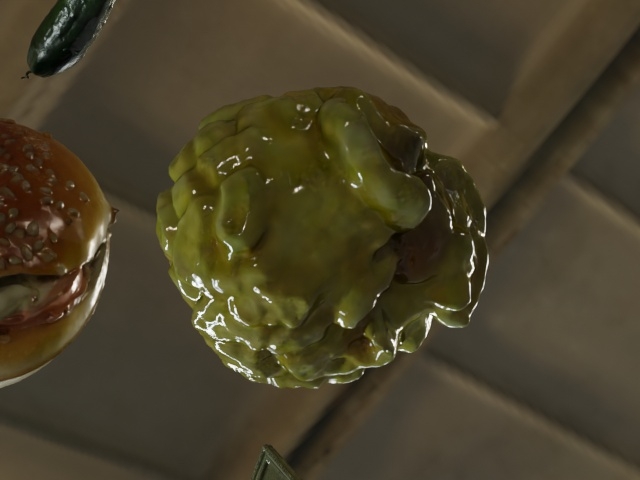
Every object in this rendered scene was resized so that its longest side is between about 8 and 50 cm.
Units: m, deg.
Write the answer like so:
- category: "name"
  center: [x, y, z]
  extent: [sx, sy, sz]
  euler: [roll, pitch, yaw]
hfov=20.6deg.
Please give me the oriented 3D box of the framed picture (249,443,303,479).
- category: "framed picture"
  center: [-0.018, 0.276, 1.277]
  extent: [0.010, 0.231, 0.173]
  euler: [12, -74, -33]

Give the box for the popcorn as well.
- category: "popcorn"
  center: [0.008, -0.006, 1.160]
  extent: [0.235, 0.181, 0.217]
  euler: [21, -46, -38]

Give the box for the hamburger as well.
- category: "hamburger"
  center: [-0.257, 0.004, 1.267]
  extent: [0.237, 0.237, 0.147]
  euler: [-25, -31, -23]

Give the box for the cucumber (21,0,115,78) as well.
- category: "cucumber"
  center: [-0.166, -0.156, 1.215]
  extent: [0.039, 0.039, 0.168]
  euler: [-9, -29, -38]
